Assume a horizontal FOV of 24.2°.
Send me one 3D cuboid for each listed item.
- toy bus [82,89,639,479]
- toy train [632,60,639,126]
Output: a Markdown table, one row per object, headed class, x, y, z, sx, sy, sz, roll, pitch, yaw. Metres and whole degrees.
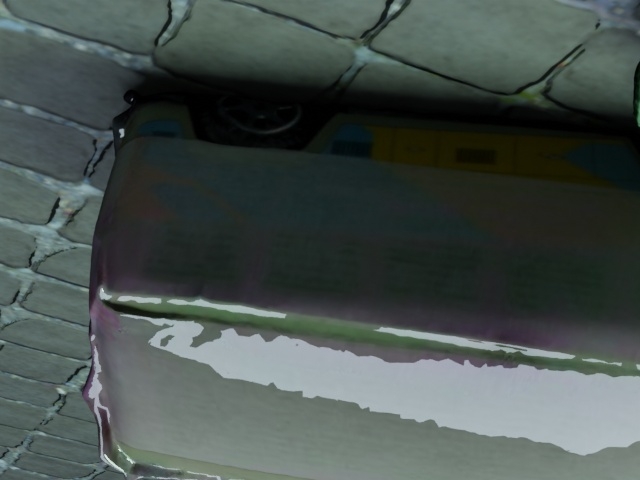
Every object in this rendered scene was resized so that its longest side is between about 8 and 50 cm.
| class | x | y | z | sx | sy | sz | roll | pitch | yaw |
| --- | --- | --- | --- | --- | --- | --- | --- | --- | --- |
| toy bus | 0.075 | 0.045 | 0.744 | 0.387 | 0.162 | 0.171 | 5 | 136 | 6 |
| toy train | 0.233 | -0.048 | 0.625 | 0.200 | 0.083 | 0.132 | 4 | 159 | 14 |
